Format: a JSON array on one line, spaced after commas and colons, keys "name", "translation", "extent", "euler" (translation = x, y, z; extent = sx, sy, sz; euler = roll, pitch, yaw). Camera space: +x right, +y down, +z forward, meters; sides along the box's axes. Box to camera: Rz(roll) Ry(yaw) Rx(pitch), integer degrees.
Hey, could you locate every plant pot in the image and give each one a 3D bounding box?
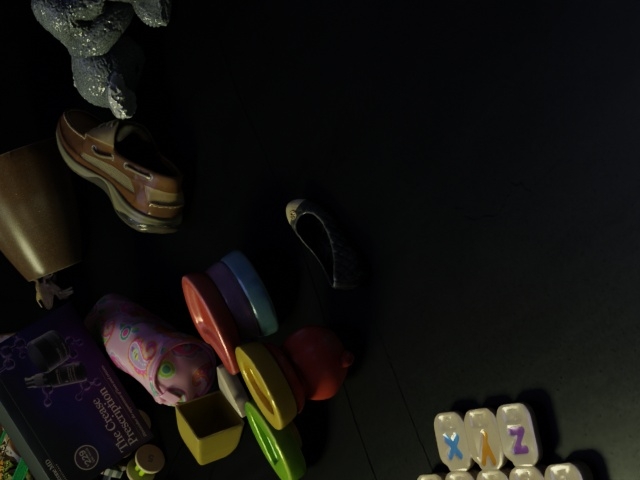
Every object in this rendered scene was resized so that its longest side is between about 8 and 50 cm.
[{"name": "plant pot", "translation": [-0.538, -0.049, 2.205], "extent": [0.215, 0.215, 0.230], "euler": [-15, 98, 55]}, {"name": "plant pot", "translation": [-0.173, 0.297, 1.829], "extent": [0.081, 0.081, 0.083], "euler": [48, 142, 39]}]

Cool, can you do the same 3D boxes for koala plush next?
[{"name": "koala plush", "translation": [-0.353, -0.311, 1.903], "extent": [0.196, 0.203, 0.221], "euler": [31, 132, 49]}]

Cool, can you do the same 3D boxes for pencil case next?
[{"name": "pencil case", "translation": [-0.285, 0.177, 1.923], "extent": [0.284, 0.124, 0.124], "euler": [20, 111, 51]}]

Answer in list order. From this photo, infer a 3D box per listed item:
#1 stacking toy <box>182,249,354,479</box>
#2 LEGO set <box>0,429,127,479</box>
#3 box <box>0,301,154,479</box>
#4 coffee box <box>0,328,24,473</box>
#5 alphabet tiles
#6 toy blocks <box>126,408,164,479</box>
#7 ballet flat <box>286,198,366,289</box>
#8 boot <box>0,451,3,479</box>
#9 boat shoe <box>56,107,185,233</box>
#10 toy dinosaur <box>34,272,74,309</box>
[{"name": "stacking toy", "translation": [-0.061, 0.171, 1.664], "extent": [0.309, 0.130, 0.280], "euler": [48, 159, 43]}, {"name": "LEGO set", "translation": [-0.475, 0.453, 2.069], "extent": [0.255, 0.192, 0.331], "euler": [17, 86, 61]}, {"name": "box", "translation": [-0.421, 0.261, 1.913], "extent": [0.261, 0.184, 0.103], "euler": [58, 155, -2]}, {"name": "coffee box", "translation": [-0.513, 0.310, 2.231], "extent": [0.168, 0.119, 0.297], "euler": [-9, 89, 27]}, {"name": "alphabet tiles", "translation": [0.210, 0.323, 1.329], "extent": [0.284, 0.021, 0.278], "euler": [-21, 78, 54]}, {"name": "toy blocks", "translation": [-0.336, 0.382, 2.096], "extent": [0.148, 0.054, 0.123], "euler": [-51, 57, 48]}, {"name": "ballet flat", "translation": [0.000, 0.000, 1.549], "extent": [0.173, 0.049, 0.057], "euler": [49, 132, 39]}, {"name": "boot", "translation": [-0.582, 0.471, 2.422], "extent": [0.211, 0.104, 0.295], "euler": [25, 111, 51]}, {"name": "boat shoe", "translation": [-0.316, -0.139, 1.936], "extent": [0.324, 0.122, 0.120], "euler": [41, 123, 34]}, {"name": "toy dinosaur", "translation": [-0.549, 0.092, 2.354], "extent": [0.183, 0.053, 0.093], "euler": [-14, 85, 55]}]
